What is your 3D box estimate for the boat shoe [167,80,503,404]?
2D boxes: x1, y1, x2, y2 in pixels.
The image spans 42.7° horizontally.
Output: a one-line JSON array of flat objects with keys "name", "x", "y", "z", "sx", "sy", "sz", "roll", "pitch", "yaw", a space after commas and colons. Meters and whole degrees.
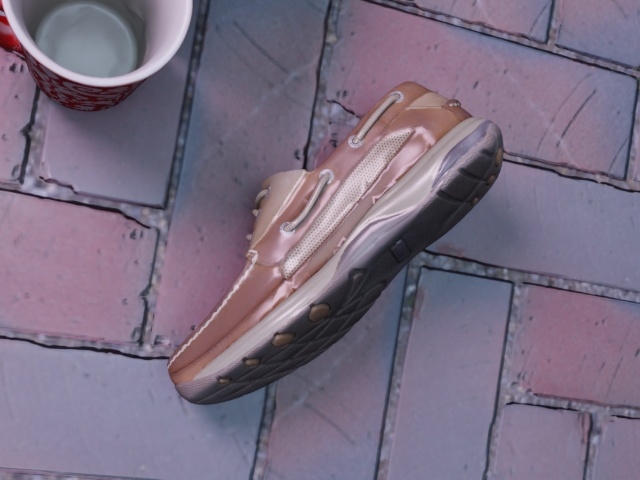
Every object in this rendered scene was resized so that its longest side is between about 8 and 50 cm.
[{"name": "boat shoe", "x": 0.000, "y": 0.000, "z": 0.663, "sx": 0.324, "sy": 0.123, "sz": 0.116, "roll": -42, "pitch": 68, "yaw": -6}]

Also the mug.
[{"name": "mug", "x": -0.173, "y": -0.158, "z": 0.563, "sx": 0.150, "sy": 0.169, "sz": 0.113, "roll": 31, "pitch": 81, "yaw": -15}]
